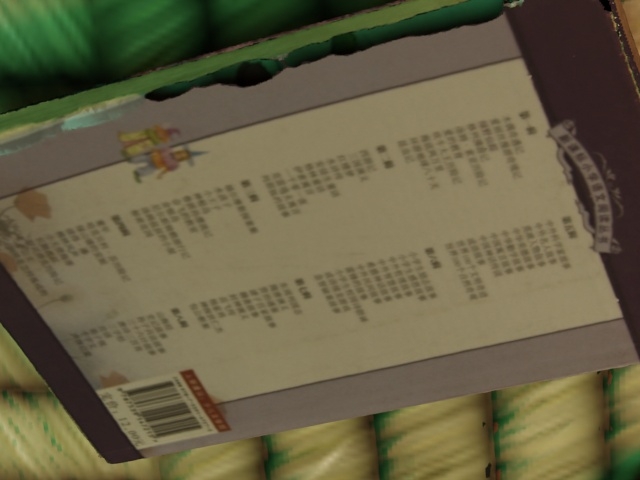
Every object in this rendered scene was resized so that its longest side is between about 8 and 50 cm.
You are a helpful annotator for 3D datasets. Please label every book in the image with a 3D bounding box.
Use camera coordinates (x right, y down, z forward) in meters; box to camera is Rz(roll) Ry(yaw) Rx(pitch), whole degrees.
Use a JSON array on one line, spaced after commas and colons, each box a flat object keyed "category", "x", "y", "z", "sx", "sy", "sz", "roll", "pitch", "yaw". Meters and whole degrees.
[{"category": "book", "x": 0.000, "y": -0.001, "z": 0.539, "sx": 0.231, "sy": 0.026, "sz": 0.157, "roll": -13, "pitch": 133, "yaw": 17}]
